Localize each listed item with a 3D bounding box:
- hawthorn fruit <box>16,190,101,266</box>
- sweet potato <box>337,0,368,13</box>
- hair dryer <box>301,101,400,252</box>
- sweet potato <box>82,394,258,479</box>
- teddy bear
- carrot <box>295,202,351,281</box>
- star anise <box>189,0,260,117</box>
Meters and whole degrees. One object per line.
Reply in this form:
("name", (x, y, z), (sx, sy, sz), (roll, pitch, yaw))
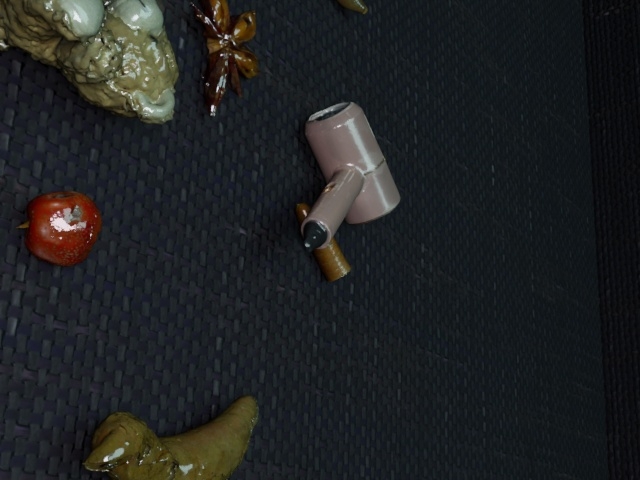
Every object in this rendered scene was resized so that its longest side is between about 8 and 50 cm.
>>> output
("hawthorn fruit", (-0.294, -0.016, 1.018), (0.093, 0.093, 0.093), (19, 65, -51))
("sweet potato", (0.007, -0.485, 1.574), (0.249, 0.059, 0.069), (32, 93, -44))
("hair dryer", (0.023, -0.079, 1.394), (0.189, 0.106, 0.344), (65, 23, -18))
("sweet potato", (-0.178, 0.257, 1.078), (0.310, 0.098, 0.124), (8, 104, -56))
("teddy bear", (-0.264, -0.244, 1.052), (0.256, 0.156, 0.267), (31, 27, -42))
("carrot", (0.000, 0.000, 1.445), (0.139, 0.048, 0.048), (61, 39, -20))
("star anise", (-0.131, -0.287, 1.335), (0.157, 0.053, 0.212), (-12, 89, -55))
